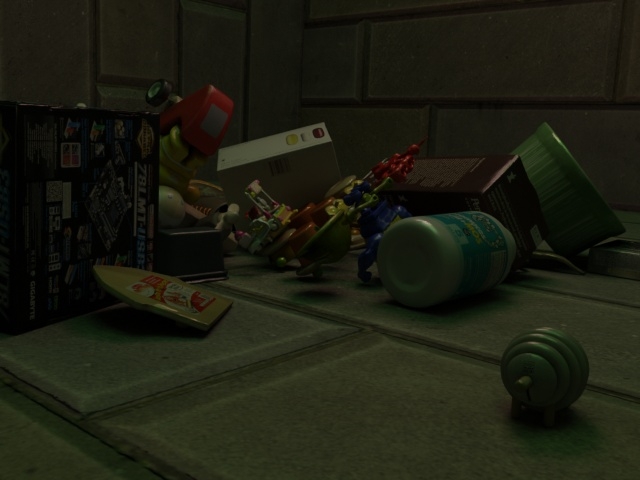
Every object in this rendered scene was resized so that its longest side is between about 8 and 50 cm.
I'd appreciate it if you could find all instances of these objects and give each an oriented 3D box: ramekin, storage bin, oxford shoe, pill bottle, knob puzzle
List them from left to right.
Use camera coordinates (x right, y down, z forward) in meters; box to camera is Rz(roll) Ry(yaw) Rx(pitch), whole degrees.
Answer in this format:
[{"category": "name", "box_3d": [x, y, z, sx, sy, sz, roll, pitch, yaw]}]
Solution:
[{"category": "knob puzzle", "box_3d": [-0.234, 0.081, 0.958, 0.213, 0.030, 0.213, 20, 7, -3]}, {"category": "storage bin", "box_3d": [-0.239, 0.023, 1.218, 0.135, 0.091, 0.098, -4, 11, -39]}, {"category": "oxford shoe", "box_3d": [-0.302, -0.085, 1.794, 0.364, 0.129, 0.132, 3, 15, 3]}, {"category": "pill bottle", "box_3d": [0.227, 0.025, 1.147, 0.146, 0.146, 0.264, 11, 12, 42]}, {"category": "ramekin", "box_3d": [0.535, -0.104, 1.536, 0.148, 0.303, 0.303, -36, -4, 19]}]

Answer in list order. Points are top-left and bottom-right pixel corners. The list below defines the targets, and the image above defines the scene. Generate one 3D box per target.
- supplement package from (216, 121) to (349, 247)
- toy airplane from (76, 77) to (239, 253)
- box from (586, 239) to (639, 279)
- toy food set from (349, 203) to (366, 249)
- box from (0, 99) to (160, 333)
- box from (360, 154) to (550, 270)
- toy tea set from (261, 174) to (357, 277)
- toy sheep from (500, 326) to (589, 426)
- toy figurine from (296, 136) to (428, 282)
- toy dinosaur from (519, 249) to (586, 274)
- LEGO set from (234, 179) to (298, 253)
[{"category": "supplement package", "box_3d": [-0.085, -0.130, 1.567, 0.262, 0.204, 0.145, -15, 27, 0]}, {"category": "toy airplane", "box_3d": [-0.343, -0.094, 1.298, 0.386, 0.384, 0.272, -11, 39, -20]}, {"category": "box", "box_3d": [0.709, 0.047, 1.422, 0.231, 0.056, 0.183, 9, 12, 40]}, {"category": "toy food set", "box_3d": [0.066, -0.055, 1.725, 0.220, 0.092, 0.306, 10, 18, 43]}, {"category": "box", "box_3d": [-0.344, -0.045, 0.971, 0.073, 0.295, 0.293, 8, 11, 21]}, {"category": "box", "box_3d": [0.263, -0.065, 1.427, 0.143, 0.191, 0.381, -43, 27, -27]}, {"category": "toy tea set", "box_3d": [0.000, 0.000, 1.380, 0.200, 0.124, 0.336, -32, 12, 29]}, {"category": "toy sheep", "box_3d": [0.220, 0.130, 0.668, 0.091, 0.091, 0.132, 7, 10, 30]}, {"category": "toy figurine", "box_3d": [0.134, -0.008, 1.226, 0.191, 0.217, 0.362, -30, 11, 35]}, {"category": "toy dinosaur", "box_3d": [0.423, 0.029, 1.464, 0.118, 0.064, 0.268, 3, 9, -43]}, {"category": "LEGO set", "box_3d": [-0.132, -0.051, 1.394, 0.107, 0.132, 0.287, 44, -4, -6]}]
